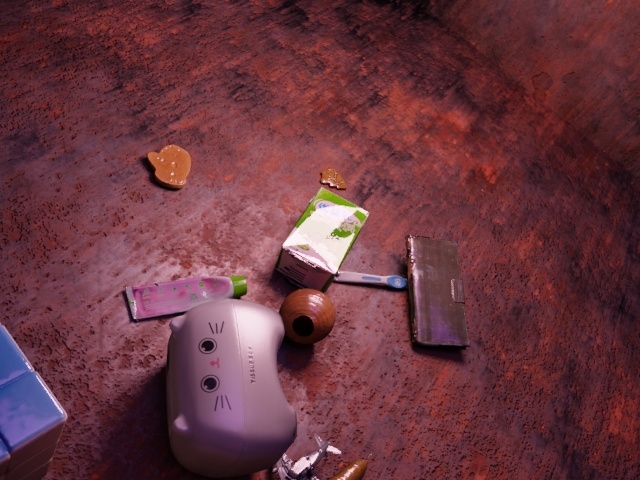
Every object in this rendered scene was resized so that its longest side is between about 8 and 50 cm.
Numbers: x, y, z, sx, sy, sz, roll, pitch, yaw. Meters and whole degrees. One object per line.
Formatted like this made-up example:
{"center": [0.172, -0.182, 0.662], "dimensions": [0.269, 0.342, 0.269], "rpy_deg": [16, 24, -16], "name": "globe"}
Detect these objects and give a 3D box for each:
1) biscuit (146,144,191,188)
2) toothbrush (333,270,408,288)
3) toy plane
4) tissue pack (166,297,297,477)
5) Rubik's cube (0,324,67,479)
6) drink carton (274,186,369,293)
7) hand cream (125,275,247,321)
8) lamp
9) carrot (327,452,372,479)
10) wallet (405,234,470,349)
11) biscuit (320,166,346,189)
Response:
{"center": [-0.401, -0.198, 1.702], "dimensions": [0.118, 0.023, 0.140], "rpy_deg": [22, 49, -12], "name": "biscuit"}
{"center": [0.201, 0.116, 1.796], "dimensions": [0.386, 0.040, 0.040], "rpy_deg": [7, 53, -20], "name": "toothbrush"}
{"center": [-0.042, 0.475, 1.325], "dimensions": [0.226, 0.058, 0.226], "rpy_deg": [26, 26, 27], "name": "toy plane"}
{"center": [-0.197, 0.291, 1.295], "dimensions": [0.236, 0.229, 0.333], "rpy_deg": [8, 52, -25], "name": "tissue pack"}
{"center": [-0.619, 0.295, 1.016], "dimensions": [0.290, 0.291, 0.292], "rpy_deg": [49, 48, 11], "name": "Rubik's cube"}
{"center": [0.000, 0.000, 1.705], "dimensions": [0.161, 0.108, 0.271], "rpy_deg": [29, 48, 3], "name": "drink carton"}
{"center": [-0.304, 0.126, 1.498], "dimensions": [0.275, 0.050, 0.079], "rpy_deg": [-8, 35, -27], "name": "hand cream"}
{"center": [-0.032, 0.180, 1.541], "dimensions": [0.136, 0.136, 0.136], "rpy_deg": [15, 50, -19], "name": "lamp"}
{"center": [0.020, 0.527, 1.350], "dimensions": [0.298, 0.078, 0.078], "rpy_deg": [-22, 69, -42], "name": "carrot"}
{"center": [0.318, 0.142, 1.784], "dimensions": [0.169, 0.044, 0.317], "rpy_deg": [7, 63, -17], "name": "wallet"}
{"center": [0.040, -0.182, 1.942], "dimensions": [0.092, 0.016, 0.082], "rpy_deg": [35, 46, 2], "name": "biscuit"}
